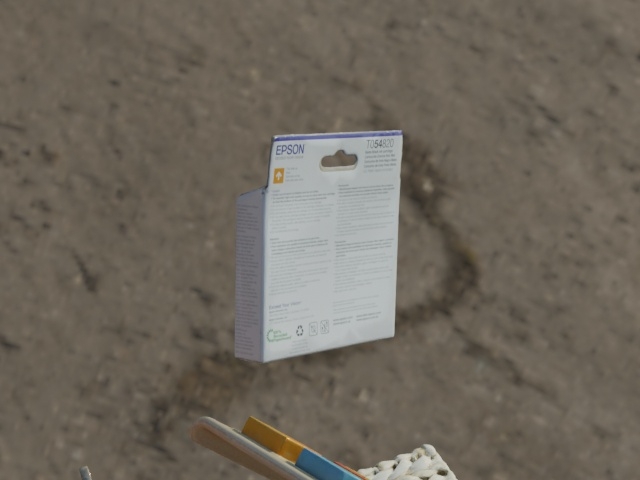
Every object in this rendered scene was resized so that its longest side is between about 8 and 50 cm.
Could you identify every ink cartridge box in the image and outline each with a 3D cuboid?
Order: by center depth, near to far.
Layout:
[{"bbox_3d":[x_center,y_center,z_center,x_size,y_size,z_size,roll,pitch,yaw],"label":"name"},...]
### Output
[{"bbox_3d":[0.000,0.000,1.750,0.045,0.224,0.223,9,9,38],"label":"ink cartridge box"}]

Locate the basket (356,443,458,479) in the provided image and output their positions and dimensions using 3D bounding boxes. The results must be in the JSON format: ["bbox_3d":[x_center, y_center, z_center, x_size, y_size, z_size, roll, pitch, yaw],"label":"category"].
[{"bbox_3d":[0.037,0.462,2.023,0.328,0.331,0.266,-15,57,-37],"label":"basket"}]

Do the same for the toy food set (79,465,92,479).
[{"bbox_3d":[-0.115,0.247,1.183,0.038,0.132,0.192,-18,67,-10],"label":"toy food set"}]

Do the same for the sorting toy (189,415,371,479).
[{"bbox_3d":[0.022,0.195,1.354,0.193,0.038,0.208,32,-11,-37],"label":"sorting toy"}]
